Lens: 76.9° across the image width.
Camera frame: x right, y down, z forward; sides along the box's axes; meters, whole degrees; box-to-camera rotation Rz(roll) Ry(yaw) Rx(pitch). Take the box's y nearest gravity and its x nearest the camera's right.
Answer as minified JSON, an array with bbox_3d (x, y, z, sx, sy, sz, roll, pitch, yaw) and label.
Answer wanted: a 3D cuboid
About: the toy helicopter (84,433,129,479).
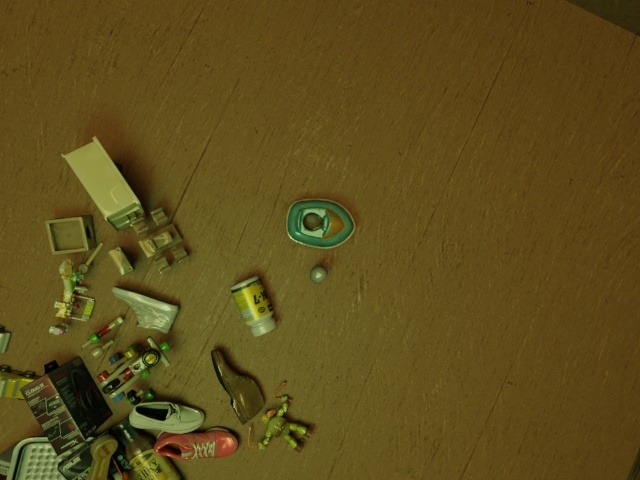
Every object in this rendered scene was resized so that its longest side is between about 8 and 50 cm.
[{"bbox_3d":[-0.767,0.840,1.413,0.140,0.234,0.356,25,102,39],"label":"toy helicopter"}]

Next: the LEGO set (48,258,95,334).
[{"bbox_3d":[-0.903,0.205,1.490,0.106,0.132,0.288,15,98,-10],"label":"LEGO set"}]

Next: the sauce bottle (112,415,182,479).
[{"bbox_3d":[-0.652,0.820,1.513,0.111,0.111,0.345,-37,92,-2],"label":"sauce bottle"}]

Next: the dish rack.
[{"bbox_3d":[-0.980,0.872,1.481,0.285,0.072,0.334,13,89,-25],"label":"dish rack"}]

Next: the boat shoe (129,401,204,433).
[{"bbox_3d":[-0.558,0.642,1.489,0.267,0.096,0.088,17,127,-19],"label":"boat shoe"}]

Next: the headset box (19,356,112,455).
[{"bbox_3d":[-0.908,0.569,1.445,0.110,0.218,0.294,-29,91,-4],"label":"headset box"}]

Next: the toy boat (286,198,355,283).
[{"bbox_3d":[0.000,0.000,1.525,0.266,0.148,0.319,2,90,-3],"label":"toy boat"}]

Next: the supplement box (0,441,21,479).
[{"bbox_3d":[-1.151,0.890,1.477,0.073,0.130,0.240,17,90,-3],"label":"supplement box"}]

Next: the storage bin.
[{"bbox_3d":[-0.756,-0.183,1.436,0.123,0.260,0.263,-35,92,-20],"label":"storage bin"}]

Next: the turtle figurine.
[{"bbox_3d":[-0.139,0.705,1.547,0.217,0.087,0.270,31,78,-9],"label":"turtle figurine"}]

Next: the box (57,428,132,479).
[{"bbox_3d":[-0.824,0.831,1.490,0.190,0.045,0.184,-32,110,-20],"label":"box"}]

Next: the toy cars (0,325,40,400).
[{"bbox_3d":[-1.215,0.449,1.494,0.176,0.087,0.394,-34,92,-3],"label":"toy cars"}]

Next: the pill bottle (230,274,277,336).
[{"bbox_3d":[-0.250,0.248,1.527,0.119,0.119,0.209,-23,92,-3],"label":"pill bottle"}]

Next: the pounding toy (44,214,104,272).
[{"bbox_3d":[-0.894,0.012,1.512,0.180,0.094,0.206,-7,100,-8],"label":"pounding toy"}]

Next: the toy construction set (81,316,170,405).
[{"bbox_3d":[-0.679,0.408,1.471,0.237,0.257,0.309,-38,76,-13],"label":"toy construction set"}]

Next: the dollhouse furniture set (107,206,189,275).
[{"bbox_3d":[-0.649,0.027,1.510,0.242,0.161,0.212,-31,100,-22],"label":"dollhouse furniture set"}]

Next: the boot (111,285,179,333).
[{"bbox_3d":[-0.675,0.265,1.516,0.257,0.095,0.124,20,84,-3],"label":"boot"}]

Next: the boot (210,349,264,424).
[{"bbox_3d":[-0.322,0.540,1.547,0.115,0.112,0.306,-28,96,-22],"label":"boot"}]

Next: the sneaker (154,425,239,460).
[{"bbox_3d":[-0.467,0.780,1.509,0.313,0.136,0.116,5,91,-3],"label":"sneaker"}]
